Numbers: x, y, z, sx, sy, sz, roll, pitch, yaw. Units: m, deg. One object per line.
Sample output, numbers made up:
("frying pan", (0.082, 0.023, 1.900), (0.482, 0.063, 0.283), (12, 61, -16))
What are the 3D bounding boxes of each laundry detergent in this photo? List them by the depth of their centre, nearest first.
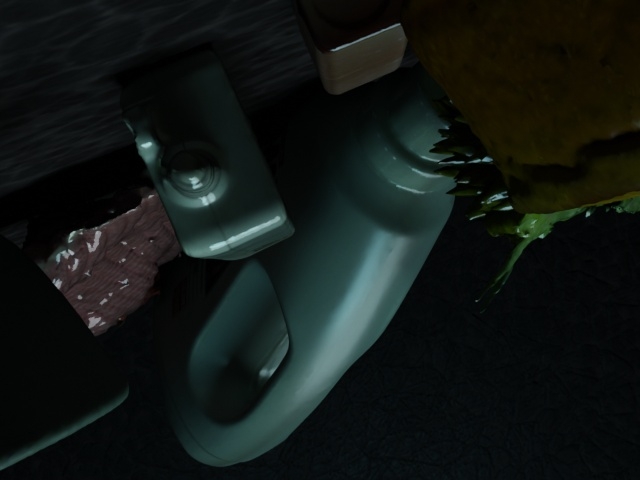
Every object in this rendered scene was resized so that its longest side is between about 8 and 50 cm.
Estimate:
("laundry detergent", (0.000, 0.000, 1.084), (0.124, 0.264, 0.398), (17, 148, -23))

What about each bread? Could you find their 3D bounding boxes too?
("bread", (0.152, -0.105, 0.493), (0.195, 0.143, 0.269), (-24, -177, -42))

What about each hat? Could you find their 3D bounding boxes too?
("hat", (-0.187, 0.020, 1.080), (0.236, 0.107, 0.286), (-31, 173, 7))

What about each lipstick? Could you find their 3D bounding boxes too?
("lipstick", (0.013, -0.099, 0.644), (0.045, 0.045, 0.145), (-24, 178, 0))

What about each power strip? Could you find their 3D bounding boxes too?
("power strip", (-0.058, -0.039, 0.823), (0.058, 0.098, 0.338), (-23, 179, 0))

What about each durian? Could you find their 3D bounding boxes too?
("durian", (0.161, -0.090, 0.835), (0.157, 0.170, 0.355), (-20, -178, 26))

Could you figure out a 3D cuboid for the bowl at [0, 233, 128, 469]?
("bowl", (-0.242, 0.056, 0.622), (0.289, 0.146, 0.289), (-23, -179, 0))
